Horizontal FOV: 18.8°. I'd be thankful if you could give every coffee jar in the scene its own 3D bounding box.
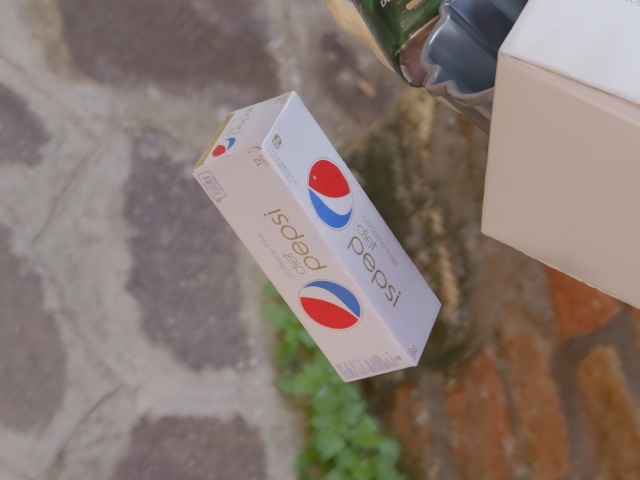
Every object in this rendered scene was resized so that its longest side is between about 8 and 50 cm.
[{"bbox_3d":[0.057,-0.210,1.506,0.184,0.096,0.079,55,1,35],"label":"coffee jar"}]

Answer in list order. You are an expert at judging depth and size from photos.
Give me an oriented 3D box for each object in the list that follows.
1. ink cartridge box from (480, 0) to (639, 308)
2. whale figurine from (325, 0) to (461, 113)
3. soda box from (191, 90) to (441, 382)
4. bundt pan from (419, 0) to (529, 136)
[{"bbox_3d":[0.144,-0.069,0.603,0.127,0.128,0.176,25,68,14],"label":"ink cartridge box"},{"bbox_3d":[0.142,-0.198,1.842,0.272,0.141,0.216,27,0,29],"label":"whale figurine"},{"bbox_3d":[0.000,0.000,1.421,0.216,0.069,0.074,55,39,-25],"label":"soda box"},{"bbox_3d":[0.232,-0.167,1.307,0.124,0.331,0.331,48,45,-20],"label":"bundt pan"}]
